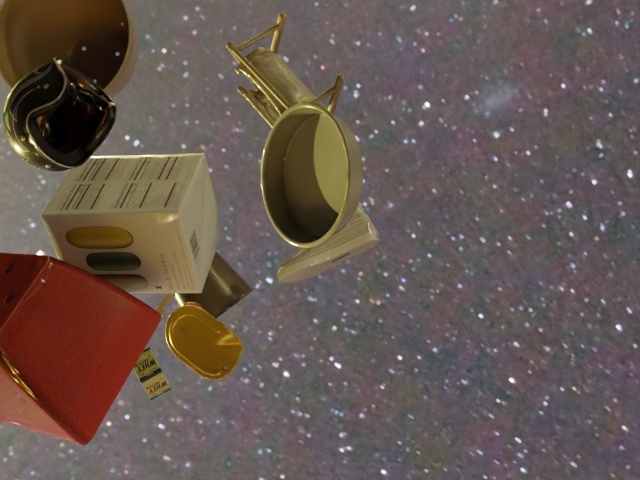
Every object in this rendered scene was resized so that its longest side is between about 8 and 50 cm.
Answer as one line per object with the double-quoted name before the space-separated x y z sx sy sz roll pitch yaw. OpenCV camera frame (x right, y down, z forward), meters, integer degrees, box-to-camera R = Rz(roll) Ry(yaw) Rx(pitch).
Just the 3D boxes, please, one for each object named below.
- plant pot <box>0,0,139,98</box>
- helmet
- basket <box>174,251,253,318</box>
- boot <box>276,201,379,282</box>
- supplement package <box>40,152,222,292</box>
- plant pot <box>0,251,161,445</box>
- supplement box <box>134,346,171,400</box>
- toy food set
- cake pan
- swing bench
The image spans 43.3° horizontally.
"plant pot" -0.491 -0.391 1.657 0.284 0.191 0.283 0 -93 8
"helmet" -0.434 -0.198 1.316 0.161 0.169 0.169 -47 -142 8
"basket" -0.309 0.088 2.019 0.154 0.226 0.204 -39 179 41
"boot" 0.000 0.000 1.898 0.258 0.095 0.123 -24 -108 -7
"supplement package" -0.352 -0.032 1.552 0.263 0.199 0.198 -1 -142 9
"plant pot" -0.492 0.162 1.394 0.268 0.235 0.267 3 -126 35
"supplement box" -0.405 0.317 1.917 0.056 0.083 0.083 -28 -133 -14
"toy food set" -0.251 0.195 1.694 0.218 0.071 0.128 37 -70 12
"cake pan" -0.017 -0.132 1.638 0.293 0.054 0.293 4 -85 50
"swing bench" -0.075 -0.346 1.915 0.165 0.254 0.253 -34 -115 -16
